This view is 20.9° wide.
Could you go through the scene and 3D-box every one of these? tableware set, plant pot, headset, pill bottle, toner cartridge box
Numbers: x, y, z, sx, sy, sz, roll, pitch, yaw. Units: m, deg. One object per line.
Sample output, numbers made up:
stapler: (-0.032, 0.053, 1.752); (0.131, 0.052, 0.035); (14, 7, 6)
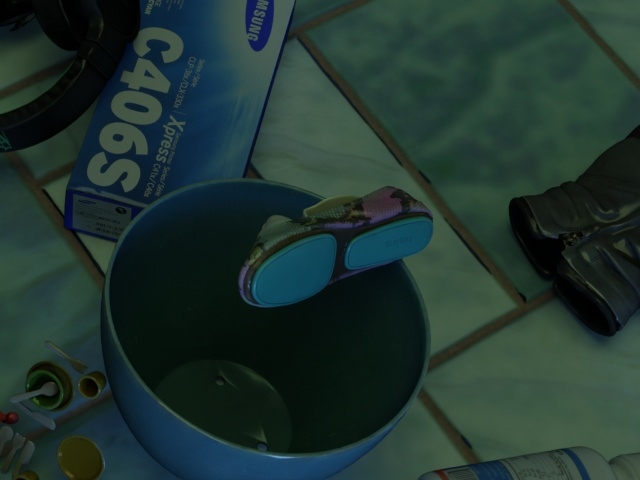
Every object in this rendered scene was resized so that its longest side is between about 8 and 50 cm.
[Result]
tableware set: (-0.235, 0.174, 1.548); (0.104, 0.154, 0.024); (32, 24, 8)
plant pot: (-0.069, 0.116, 1.566); (0.290, 0.195, 0.290); (10, 51, -13)
headset: (-0.274, -0.265, 1.799); (0.243, 0.185, 0.394); (18, 76, 27)
pill bottle: (0.204, 0.255, 1.582); (0.221, 0.124, 0.124); (-7, 59, -14)
toner cartridge box: (-0.138, -0.150, 1.805); (0.165, 0.075, 0.348); (15, 56, -2)

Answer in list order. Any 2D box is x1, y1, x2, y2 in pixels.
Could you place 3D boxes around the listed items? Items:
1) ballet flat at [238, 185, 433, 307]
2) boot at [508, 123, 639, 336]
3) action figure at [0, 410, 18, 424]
ballet flat: (0.000, 0.000, 1.514); (0.221, 0.077, 0.079); (-19, 43, -37)
boot: (0.366, 0.039, 1.769); (0.222, 0.118, 0.338); (-33, 58, -24)
action figure: (-0.334, 0.167, 1.590); (0.115, 0.030, 0.038); (-6, 54, 1)
